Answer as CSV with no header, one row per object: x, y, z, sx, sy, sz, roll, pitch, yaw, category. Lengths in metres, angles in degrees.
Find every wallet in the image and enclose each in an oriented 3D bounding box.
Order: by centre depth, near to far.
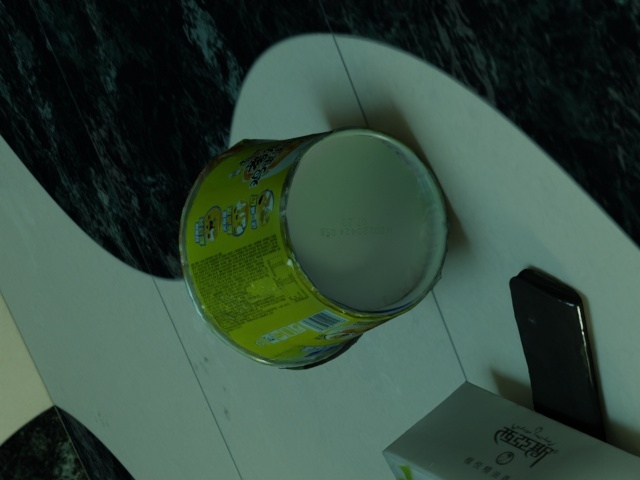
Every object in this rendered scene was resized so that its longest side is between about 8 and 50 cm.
0.189,0.095,1.514,0.082,0.018,0.157,30,143,49,wallet

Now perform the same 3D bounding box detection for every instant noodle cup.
0.000,0.000,1.576,0.205,0.205,0.153,62,151,-5,instant noodle cup

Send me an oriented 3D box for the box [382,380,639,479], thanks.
0.191,0.247,1.558,0.260,0.111,0.194,23,145,58,box
